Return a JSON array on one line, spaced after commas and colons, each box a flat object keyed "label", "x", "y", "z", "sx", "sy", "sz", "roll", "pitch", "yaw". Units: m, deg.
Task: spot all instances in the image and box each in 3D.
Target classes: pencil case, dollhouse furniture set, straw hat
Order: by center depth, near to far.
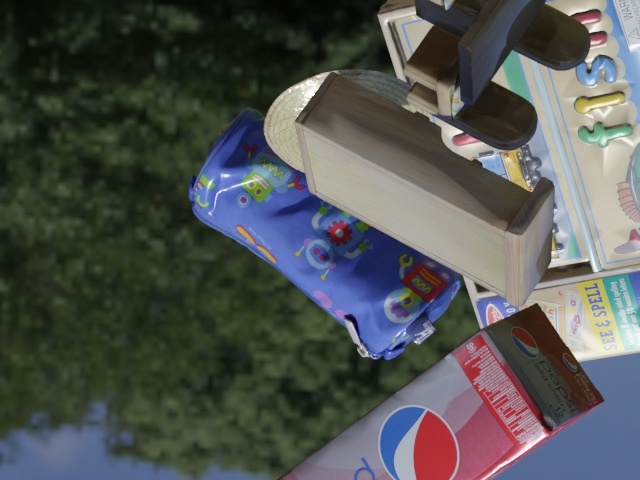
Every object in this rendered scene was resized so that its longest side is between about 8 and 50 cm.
[{"label": "dollhouse furniture set", "x": 0.120, "y": -0.108, "z": 1.180, "sx": 0.161, "sy": 0.242, "sz": 0.212, "roll": 29, "pitch": 161, "yaw": 18}, {"label": "straw hat", "x": 0.026, "y": -0.070, "z": 1.499, "sx": 0.144, "sy": 0.061, "sz": 0.144, "roll": -4, "pitch": 145, "yaw": -3}, {"label": "pencil case", "x": 0.000, "y": 0.000, "z": 1.902, "sx": 0.306, "sy": 0.133, "sz": 0.119, "roll": 39, "pitch": 163, "yaw": 7}]

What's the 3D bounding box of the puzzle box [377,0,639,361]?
[{"label": "puzzle box", "x": 0.241, "y": -0.072, "z": 1.794, "sx": 0.272, "sy": 0.409, "sz": 0.052, "roll": -11, "pitch": -158, "yaw": 24}]

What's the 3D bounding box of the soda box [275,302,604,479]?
[{"label": "soda box", "x": 0.060, "y": 0.151, "z": 1.255, "sx": 0.263, "sy": 0.083, "sz": 0.092, "roll": -39, "pitch": 169, "yaw": 30}]
